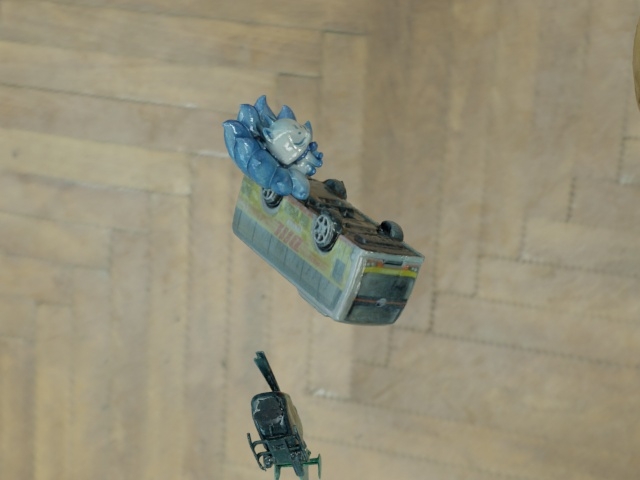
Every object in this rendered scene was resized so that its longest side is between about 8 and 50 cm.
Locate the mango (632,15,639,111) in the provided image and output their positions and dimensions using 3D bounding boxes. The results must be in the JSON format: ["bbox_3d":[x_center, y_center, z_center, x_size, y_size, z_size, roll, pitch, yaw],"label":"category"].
[{"bbox_3d":[0.201,-0.018,0.456,0.138,0.257,0.187,-40,54,43],"label":"mango"}]

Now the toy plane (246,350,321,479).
[{"bbox_3d":[-0.043,0.233,1.853,0.060,0.096,0.235,-12,137,7],"label":"toy plane"}]

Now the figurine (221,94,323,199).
[{"bbox_3d":[-0.051,-0.094,1.521,0.079,0.114,0.114,-28,89,42],"label":"figurine"}]

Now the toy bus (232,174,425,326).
[{"bbox_3d":[0.000,0.000,1.586,0.268,0.092,0.106,38,116,54],"label":"toy bus"}]
